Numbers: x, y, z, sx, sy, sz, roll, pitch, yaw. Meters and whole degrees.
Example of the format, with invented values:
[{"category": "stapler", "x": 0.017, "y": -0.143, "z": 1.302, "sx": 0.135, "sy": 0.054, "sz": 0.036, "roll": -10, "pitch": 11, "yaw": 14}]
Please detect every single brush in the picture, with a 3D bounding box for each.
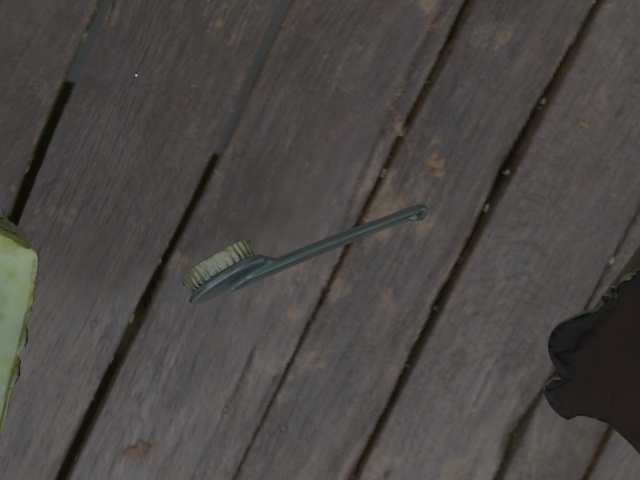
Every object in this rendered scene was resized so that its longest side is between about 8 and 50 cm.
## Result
[{"category": "brush", "x": 0.000, "y": 0.000, "z": 0.668, "sx": 0.266, "sy": 0.062, "sz": 0.027, "roll": -19, "pitch": 77, "yaw": -46}]

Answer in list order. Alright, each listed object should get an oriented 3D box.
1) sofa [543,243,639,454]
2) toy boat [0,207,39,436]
[{"category": "sofa", "x": 0.277, "y": 0.029, "z": 0.493, "sx": 0.200, "sy": 0.258, "sz": 0.182, "roll": -41, "pitch": 97, "yaw": -37}, {"category": "toy boat", "x": -0.240, "y": 0.062, "z": 0.509, "sx": 0.111, "sy": 0.276, "sz": 0.084, "roll": 29, "pitch": 133, "yaw": -32}]
